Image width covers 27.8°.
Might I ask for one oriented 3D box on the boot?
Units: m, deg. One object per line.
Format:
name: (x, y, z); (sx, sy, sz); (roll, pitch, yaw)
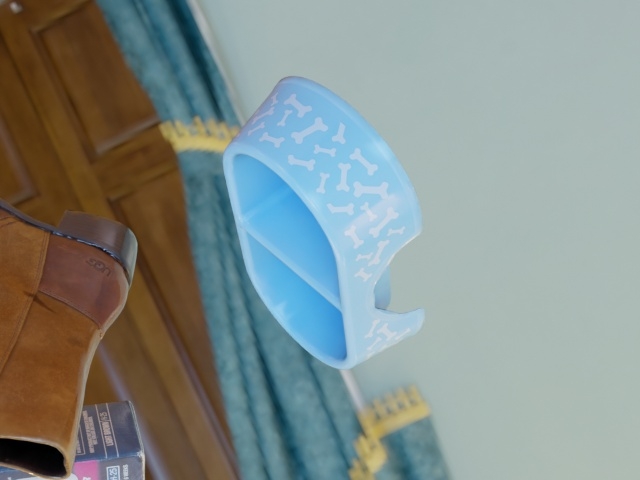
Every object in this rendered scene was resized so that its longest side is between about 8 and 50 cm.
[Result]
boot: (-0.302, 0.078, 1.064); (0.280, 0.264, 0.096); (-79, -177, -51)

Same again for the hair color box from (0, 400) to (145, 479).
hair color box: (-0.346, 0.271, 1.254); (0.347, 0.173, 0.105); (-5, -154, -14)

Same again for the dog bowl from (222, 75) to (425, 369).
dog bowl: (0.000, 0.000, 1.054); (0.074, 0.166, 0.297); (-40, 151, -20)
